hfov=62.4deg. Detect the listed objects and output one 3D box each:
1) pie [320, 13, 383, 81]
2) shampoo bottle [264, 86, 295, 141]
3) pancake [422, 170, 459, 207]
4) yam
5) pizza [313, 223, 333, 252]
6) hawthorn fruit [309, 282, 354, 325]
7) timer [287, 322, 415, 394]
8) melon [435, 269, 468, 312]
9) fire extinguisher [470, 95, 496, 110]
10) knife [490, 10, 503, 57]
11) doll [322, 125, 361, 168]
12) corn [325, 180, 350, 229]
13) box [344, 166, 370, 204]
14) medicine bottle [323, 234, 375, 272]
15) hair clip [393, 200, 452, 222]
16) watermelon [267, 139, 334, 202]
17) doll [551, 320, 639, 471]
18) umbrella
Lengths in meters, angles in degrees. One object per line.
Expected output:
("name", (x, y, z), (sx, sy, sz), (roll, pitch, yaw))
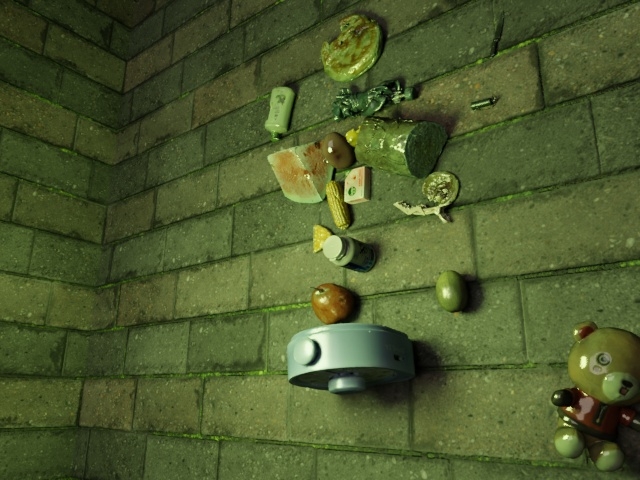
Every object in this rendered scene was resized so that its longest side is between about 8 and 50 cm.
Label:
("pie", (0.124, -0.776, 2.132), (0.302, 0.067, 0.302), (-14, 66, 35))
("shampoo bottle", (-0.182, -0.542, 2.298), (0.118, 0.087, 0.234), (5, 80, 38))
("pancake", (0.399, -0.174, 1.746), (0.129, 0.022, 0.116), (28, 95, 36))
("yam", (0.252, -0.335, 1.814), (0.271, 0.201, 0.202), (22, 90, 48))
("pizza", (0.000, 0.000, 2.020), (0.123, 0.026, 0.108), (40, 106, 37))
("hawthorn fruit", (0.039, 0.202, 1.838), (0.149, 0.149, 0.189), (6, 122, 41))
("timer", (0.068, 0.376, 1.616), (0.395, 0.395, 0.173), (-19, 60, 34))
("melon", (0.398, 0.154, 1.596), (0.098, 0.098, 0.131), (-19, 60, 35))
("fire extinguisher", (0.533, -0.444, 1.717), (0.083, 0.025, 0.038), (-8, 109, 38))
("knife", (0.588, -0.685, 1.754), (0.023, 0.010, 0.170), (7, 80, 41))
("doll", (0.095, -0.348, 2.001), (0.188, 0.145, 0.096), (-16, 23, -1))
("corn", (0.065, -0.137, 1.981), (0.068, 0.068, 0.207), (-29, 60, 30))
("box", (0.137, -0.203, 1.957), (0.089, 0.043, 0.125), (-11, 70, 37))
("medicine bottle", (0.098, 0.043, 1.814), (0.107, 0.191, 0.107), (-13, 69, 36))
("hair clip", (0.338, -0.097, 1.760), (0.226, 0.034, 0.072), (5, 106, 45))
("watermelon", (-0.073, -0.282, 2.051), (0.213, 0.201, 0.262), (-4, 76, 39))
("doll", (0.674, 0.369, 1.262), (0.235, 0.174, 0.330), (21, 93, 11))
("umbrella", (0.193, -0.531, 1.981), (0.349, 0.094, 0.143), (2, 82, 38))
